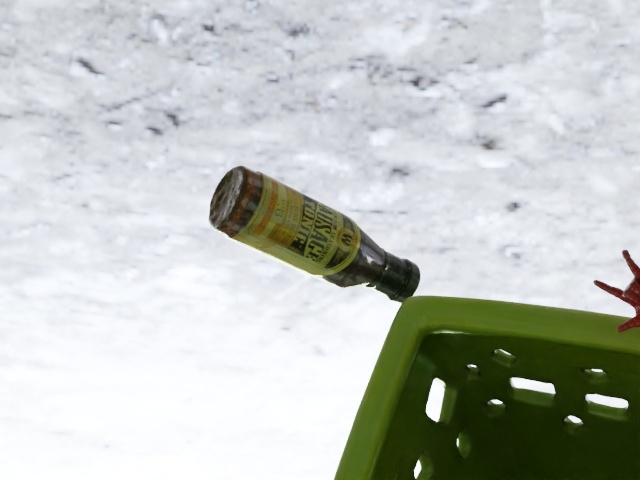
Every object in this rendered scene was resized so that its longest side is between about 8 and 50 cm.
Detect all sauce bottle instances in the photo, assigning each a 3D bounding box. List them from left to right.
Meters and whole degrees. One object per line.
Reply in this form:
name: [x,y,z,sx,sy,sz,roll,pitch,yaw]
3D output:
sauce bottle: [0.000,0.000,0.695,0.128,0.042,0.042,23,151,-28]

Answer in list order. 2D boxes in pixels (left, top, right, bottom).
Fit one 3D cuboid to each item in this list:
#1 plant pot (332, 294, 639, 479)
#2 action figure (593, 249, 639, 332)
plant pot: [0.140,0.181,0.628,0.228,0.227,0.207,8,154,29]
action figure: [0.203,-0.006,0.482,0.139,0.280,0.091,40,-162,18]
